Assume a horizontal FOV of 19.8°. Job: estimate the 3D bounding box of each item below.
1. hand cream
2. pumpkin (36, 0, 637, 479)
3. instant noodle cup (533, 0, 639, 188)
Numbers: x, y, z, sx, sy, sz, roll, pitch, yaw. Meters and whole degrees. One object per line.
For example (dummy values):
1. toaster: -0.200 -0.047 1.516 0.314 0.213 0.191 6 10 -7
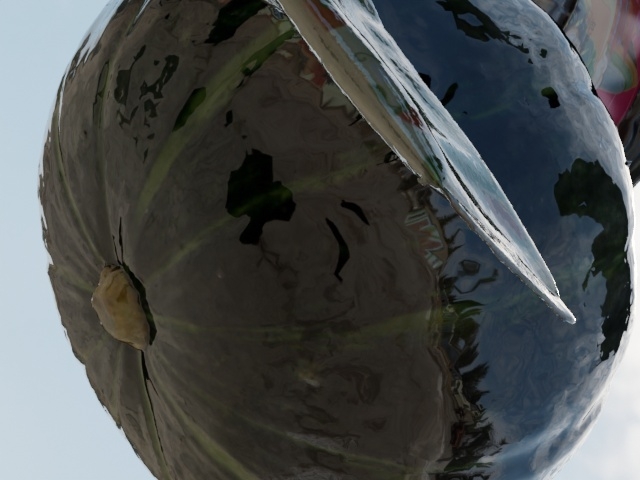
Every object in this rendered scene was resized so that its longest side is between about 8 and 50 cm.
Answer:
1. hand cream: 0.011 -0.043 0.445 0.057 0.037 0.165 39 12 -46
2. pumpkin: 0.000 0.000 0.903 0.323 0.241 0.323 23 -57 42
3. instant noodle cup: 0.088 -0.139 1.126 0.181 0.302 0.258 37 37 -64
